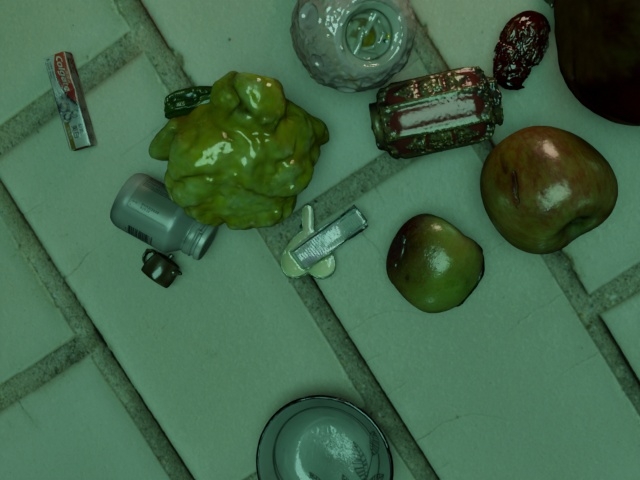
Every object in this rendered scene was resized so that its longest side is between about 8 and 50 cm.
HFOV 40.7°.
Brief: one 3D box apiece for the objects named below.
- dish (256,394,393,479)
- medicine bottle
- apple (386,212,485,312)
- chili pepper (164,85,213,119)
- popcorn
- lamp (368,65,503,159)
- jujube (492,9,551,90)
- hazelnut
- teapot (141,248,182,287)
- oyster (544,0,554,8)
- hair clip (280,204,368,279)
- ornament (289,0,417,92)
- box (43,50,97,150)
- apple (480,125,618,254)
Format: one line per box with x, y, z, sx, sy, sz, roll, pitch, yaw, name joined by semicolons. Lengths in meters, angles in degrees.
0.015;0.491;1.942;0.317;0.106;0.316;1;95;9;dish
-0.340;-0.046;1.901;0.215;0.135;0.135;29;99;2;medicine bottle
0.237;0.051;1.836;0.207;0.174;0.188;38;97;17;apple
-0.246;-0.304;1.895;0.204;0.073;0.072;-3;83;6;chili pepper
-0.164;-0.174;1.779;0.293;0.292;0.334;43;96;8;popcorn
0.239;-0.266;1.795;0.274;0.177;0.177;-11;95;10;lamp
0.408;-0.397;1.788;0.104;0.104;0.166;29;90;3;jujube
0.639;-0.431;1.622;0.402;0.402;0.429;-4;88;7;hazelnut
-0.360;0.056;1.951;0.121;0.076;0.068;37;90;31;teapot
0.496;-0.535;1.787;0.148;0.051;0.103;23;98;4;oyster
-0.002;-0.002;1.901;0.218;0.071;0.159;-37;86;3;hair clip
0.066;-0.430;1.759;0.259;0.225;0.259;-7;113;-17;ornament
-0.562;-0.313;1.942;0.055;0.039;0.218;-13;95;9;box
0.453;-0.109;1.745;0.264;0.264;0.264;1;97;7;apple
